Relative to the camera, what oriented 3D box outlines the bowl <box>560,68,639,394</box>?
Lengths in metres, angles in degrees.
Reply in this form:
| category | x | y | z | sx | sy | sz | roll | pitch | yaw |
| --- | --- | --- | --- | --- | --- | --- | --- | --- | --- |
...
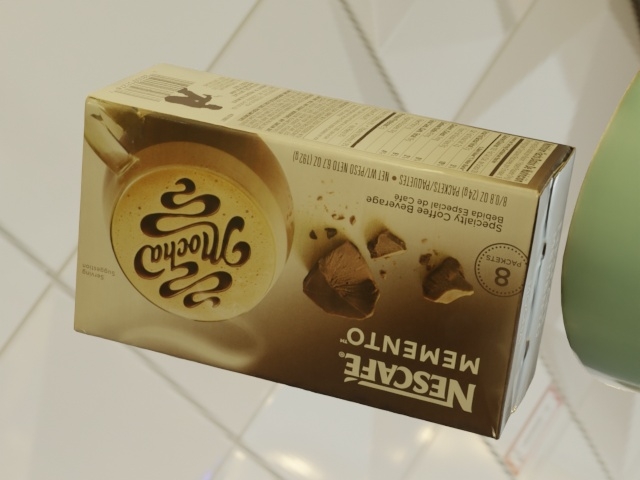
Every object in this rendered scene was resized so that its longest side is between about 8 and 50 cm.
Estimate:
| category | x | y | z | sx | sy | sz | roll | pitch | yaw |
| --- | --- | --- | --- | --- | --- | --- | --- | --- | --- |
| bowl | 0.306 | -0.008 | 0.831 | 0.163 | 0.311 | 0.311 | 36 | -9 | 38 |

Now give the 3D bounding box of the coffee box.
| category | x | y | z | sx | sy | sz | roll | pitch | yaw |
| --- | --- | --- | --- | --- | --- | --- | --- | --- | --- |
| coffee box | 0.000 | 0.000 | 0.929 | 0.297 | 0.168 | 0.119 | 14 | 22 | 15 |
